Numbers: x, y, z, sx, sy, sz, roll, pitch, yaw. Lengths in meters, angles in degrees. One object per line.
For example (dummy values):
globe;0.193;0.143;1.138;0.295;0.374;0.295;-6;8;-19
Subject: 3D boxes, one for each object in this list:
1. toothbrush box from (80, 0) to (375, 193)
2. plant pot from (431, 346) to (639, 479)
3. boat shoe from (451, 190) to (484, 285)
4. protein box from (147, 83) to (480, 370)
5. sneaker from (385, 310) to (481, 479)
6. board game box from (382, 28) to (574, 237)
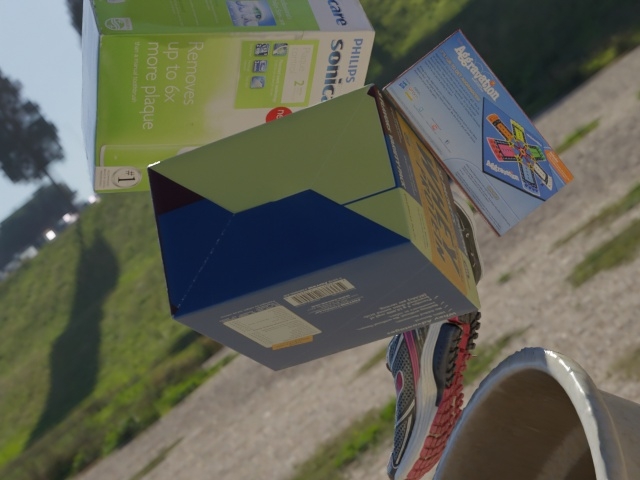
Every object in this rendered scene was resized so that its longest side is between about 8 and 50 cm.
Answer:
toothbrush box;-0.107;-0.170;1.327;0.283;0.122;0.206;-4;-45;-18
plant pot;0.225;0.250;0.664;0.334;0.306;0.333;-168;90;-81
boat shoe;0.166;0.003;1.503;0.049;0.142;0.040;-6;35;28
protein box;0.000;0.000;1.020;0.200;0.136;0.201;-18;-23;16
sneaker;0.142;0.206;1.758;0.121;0.112;0.299;-13;-62;-60
board game box;0.235;-0.159;1.848;0.145;0.281;0.027;-38;3;0
